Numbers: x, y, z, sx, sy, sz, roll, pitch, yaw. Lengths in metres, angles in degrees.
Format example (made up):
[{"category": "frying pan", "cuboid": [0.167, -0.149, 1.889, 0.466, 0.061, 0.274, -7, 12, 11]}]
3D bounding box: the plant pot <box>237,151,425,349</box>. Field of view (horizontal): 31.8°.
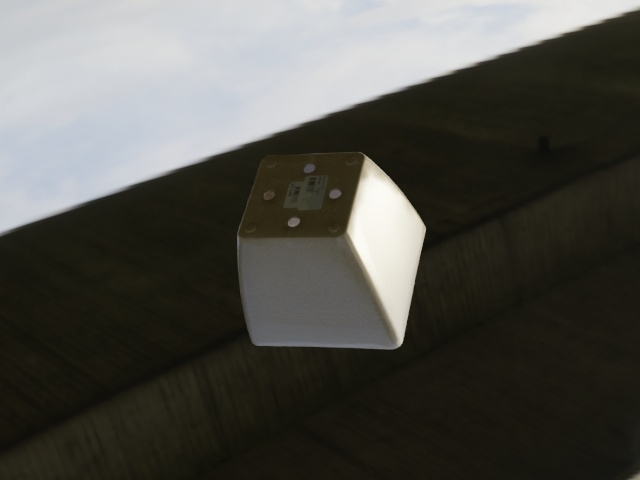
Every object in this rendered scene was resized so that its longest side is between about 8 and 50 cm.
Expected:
[{"category": "plant pot", "cuboid": [0.000, 0.000, 0.751, 0.109, 0.096, 0.109, -1, -130, 21]}]
